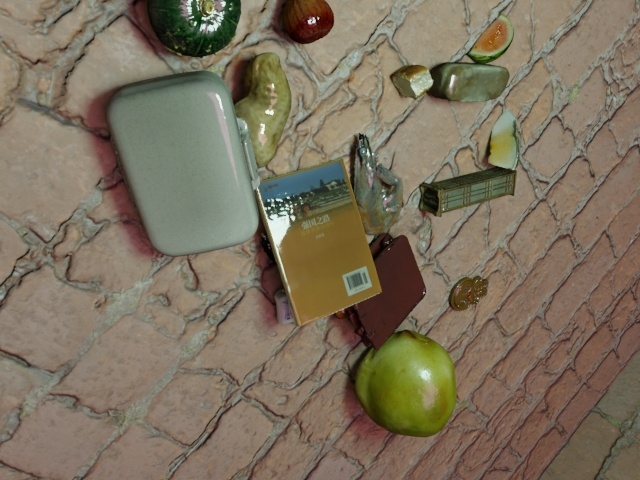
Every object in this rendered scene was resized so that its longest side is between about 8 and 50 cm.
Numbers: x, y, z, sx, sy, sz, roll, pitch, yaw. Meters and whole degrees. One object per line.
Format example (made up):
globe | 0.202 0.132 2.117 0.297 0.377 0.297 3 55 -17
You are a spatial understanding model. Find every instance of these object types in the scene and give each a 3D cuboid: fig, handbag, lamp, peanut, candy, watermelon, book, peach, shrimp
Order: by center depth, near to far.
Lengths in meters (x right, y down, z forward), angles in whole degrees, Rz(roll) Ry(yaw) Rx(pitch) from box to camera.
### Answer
fig | -0.023 -0.513 1.175 0.119 0.119 0.153 6 91 -33
peanut | -0.135 -0.287 1.183 0.137 0.122 0.253 10 103 -53
book | 0.000 0.000 1.357 0.262 0.028 0.374 -19 95 -24
shrimp | 0.160 -0.155 1.463 0.164 0.062 0.317 -28 126 -24
candy | 0.409 -0.440 1.470 0.233 0.104 0.102 -7 114 -30
watermelon | 0.503 -0.555 1.504 0.163 0.069 0.087 -51 127 -7
handbag | 0.182 0.144 1.542 0.275 0.084 0.260 -46 129 -27
lamp | 0.455 -0.156 1.625 0.325 0.089 0.090 -16 117 -26
peach | 0.278 0.448 1.644 0.314 0.281 0.316 22 89 -30

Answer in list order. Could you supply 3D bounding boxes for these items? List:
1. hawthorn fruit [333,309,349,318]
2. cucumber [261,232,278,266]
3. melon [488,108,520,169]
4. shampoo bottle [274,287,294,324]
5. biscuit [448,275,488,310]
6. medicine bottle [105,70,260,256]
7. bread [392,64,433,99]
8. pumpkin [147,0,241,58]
hawthorn fruit | 0.048 0.184 1.528 0.103 0.066 0.067 40 86 -29
cucumber | -0.065 0.072 1.405 0.072 0.072 0.300 -45 122 -9
melon | 0.576 -0.299 1.659 0.139 0.093 0.203 26 64 -62
shampoo bottle | -0.090 0.173 1.448 0.072 0.043 0.099 -19 117 -26
biscuit | 0.517 0.180 1.839 0.174 0.026 0.124 -14 116 -27
medicine bottle | -0.278 -0.151 1.114 0.282 0.123 0.376 -12 116 -2
bread | 0.240 -0.420 1.388 0.070 0.083 0.077 -45 126 -12
pumpkin | -0.244 -0.455 1.034 0.190 0.146 0.190 -20 141 -17
